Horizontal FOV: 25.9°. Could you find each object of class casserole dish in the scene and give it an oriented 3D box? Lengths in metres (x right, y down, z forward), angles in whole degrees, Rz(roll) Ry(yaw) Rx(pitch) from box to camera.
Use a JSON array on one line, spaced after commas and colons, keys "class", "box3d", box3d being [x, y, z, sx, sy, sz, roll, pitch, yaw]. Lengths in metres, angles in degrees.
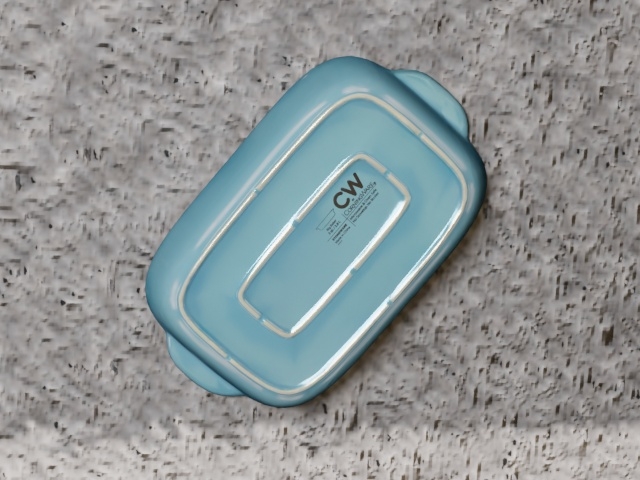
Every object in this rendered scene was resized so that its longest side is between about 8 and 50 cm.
[{"class": "casserole dish", "box3d": [0.000, 0.000, 0.663, 0.114, 0.037, 0.188, 40, 93, -12]}]
